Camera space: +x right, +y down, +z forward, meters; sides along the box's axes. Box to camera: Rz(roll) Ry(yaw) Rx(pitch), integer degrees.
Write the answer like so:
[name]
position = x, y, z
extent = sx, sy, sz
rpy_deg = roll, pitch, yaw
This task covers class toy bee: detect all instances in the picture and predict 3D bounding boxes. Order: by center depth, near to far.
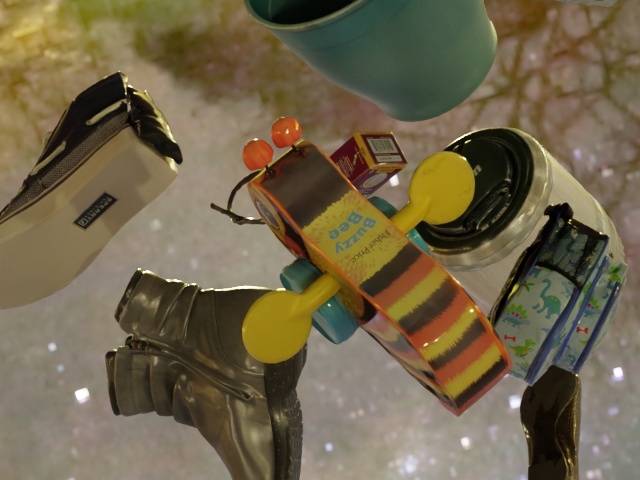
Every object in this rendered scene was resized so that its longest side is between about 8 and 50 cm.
[toy bee]
position = 0.000, 0.000, 1.034
extent = 0.298, 0.162, 0.195
rpy_deg = 17, -118, 30

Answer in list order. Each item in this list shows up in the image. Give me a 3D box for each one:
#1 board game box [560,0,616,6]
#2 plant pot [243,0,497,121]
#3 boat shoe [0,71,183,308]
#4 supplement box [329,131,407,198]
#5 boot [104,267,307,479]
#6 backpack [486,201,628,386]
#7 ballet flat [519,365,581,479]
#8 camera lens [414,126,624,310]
[board game box]
position = 0.151, -0.270, 0.837
extent = 0.224, 0.097, 0.303
rpy_deg = 1, 150, -28
[plant pot]
position = 0.084, -0.292, 1.817
extent = 0.272, 0.255, 0.271
rpy_deg = -22, -134, 24
[boat shoe]
position = -0.319, -0.062, 1.811
extent = 0.341, 0.127, 0.158
rpy_deg = -36, -136, 15
[supplement box]
position = 0.038, -0.072, 1.486
extent = 0.055, 0.043, 0.083
rpy_deg = -6, 154, -47
[boot]
position = -0.133, 0.203, 1.670
extent = 0.223, 0.338, 0.118
rpy_deg = 4, -175, 5
[backpack]
position = 0.173, 0.051, 1.075
extent = 0.084, 0.105, 0.114
rpy_deg = 31, -117, 12
[ballet flat]
position = 0.305, 0.255, 1.874
extent = 0.084, 0.058, 0.250
rpy_deg = -23, -150, 22
[camera lens]
position = 0.276, -0.013, 2.047
extent = 0.219, 0.274, 0.219
rpy_deg = -25, -133, 30
